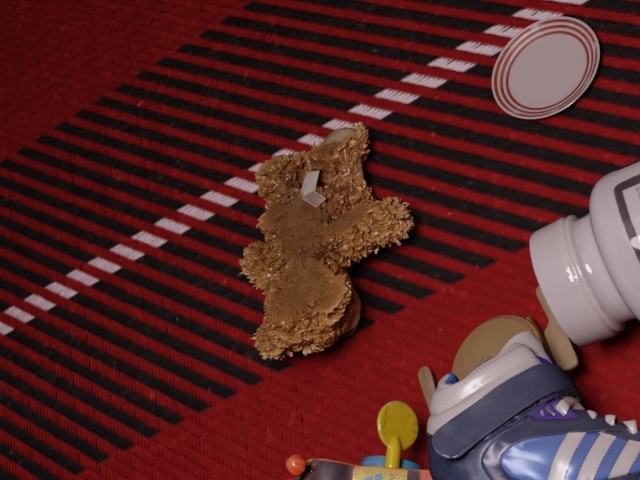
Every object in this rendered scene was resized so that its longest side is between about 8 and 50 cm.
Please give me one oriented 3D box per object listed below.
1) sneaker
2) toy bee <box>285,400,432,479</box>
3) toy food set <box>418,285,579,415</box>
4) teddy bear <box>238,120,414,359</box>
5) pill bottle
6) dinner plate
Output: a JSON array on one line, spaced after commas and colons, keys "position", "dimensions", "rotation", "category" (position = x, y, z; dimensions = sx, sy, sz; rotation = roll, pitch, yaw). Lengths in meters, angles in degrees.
[{"position": [0.259, 0.177, 1.253], "dimensions": [0.323, 0.130, 0.236], "rotation": [-14, 58, 12], "category": "sneaker"}, {"position": [0.039, 0.279, 1.371], "dimensions": [0.298, 0.162, 0.195], "rotation": [-26, 54, 23], "category": "toy bee"}, {"position": [0.197, 0.144, 1.420], "dimensions": [0.192, 0.038, 0.132], "rotation": [-37, 42, 25], "category": "toy food set"}, {"position": [0.000, 0.000, 1.612], "dimensions": [0.245, 0.113, 0.338], "rotation": [-31, 43, 10], "category": "teddy bear"}, {"position": [0.375, -0.013, 1.276], "dimensions": [0.319, 0.176, 0.176], "rotation": [-25, 53, 23], "category": "pill bottle"}, {"position": [0.272, -0.206, 1.570], "dimensions": [0.141, 0.017, 0.141], "rotation": [-18, 55, 28], "category": "dinner plate"}]
